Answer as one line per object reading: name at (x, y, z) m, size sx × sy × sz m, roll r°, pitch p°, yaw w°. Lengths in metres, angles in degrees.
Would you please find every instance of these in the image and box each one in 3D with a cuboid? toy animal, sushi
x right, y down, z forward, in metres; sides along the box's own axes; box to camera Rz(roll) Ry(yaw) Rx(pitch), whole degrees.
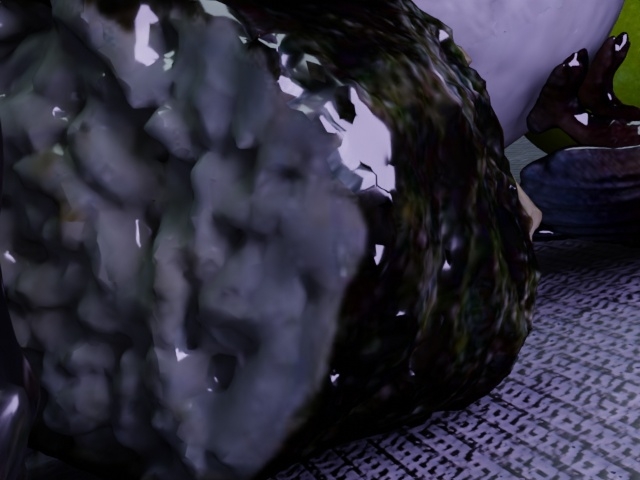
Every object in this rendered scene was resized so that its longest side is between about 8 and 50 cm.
toy animal at (0.195, -0.032, 0.670) m, size 0.179 × 0.116 × 0.218 m, roll 20°, pitch 21°, yaw 28°
sushi at (-0.088, -0.029, 0.551) m, size 0.350 × 0.210 × 0.171 m, roll 10°, pitch 14°, yaw 31°

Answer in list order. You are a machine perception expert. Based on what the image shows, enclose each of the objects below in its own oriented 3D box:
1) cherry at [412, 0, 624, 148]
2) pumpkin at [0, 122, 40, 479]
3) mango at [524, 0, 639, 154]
cherry at (0.033, -0.177, 0.750) m, size 0.335 × 0.291 × 0.326 m, roll -28°, pitch -13°, yaw -20°
pumpkin at (-0.291, 0.023, 0.329) m, size 0.454 × 0.344 × 0.454 m, roll -28°, pitch 7°, yaw 4°
mango at (0.268, -0.131, 0.874) m, size 0.343 × 0.156 × 0.192 m, roll -9°, pitch 10°, yaw 42°
